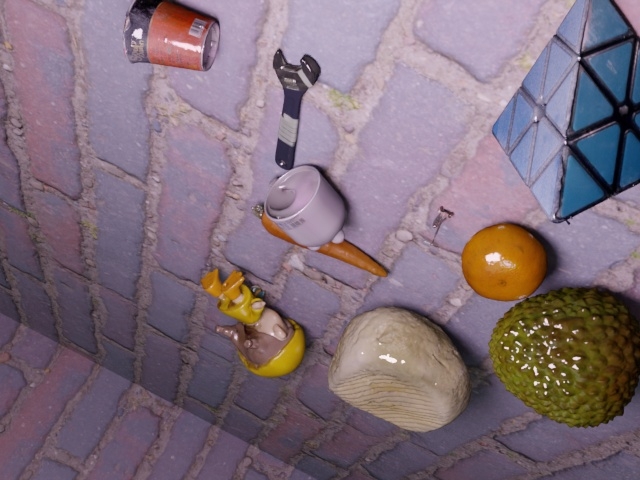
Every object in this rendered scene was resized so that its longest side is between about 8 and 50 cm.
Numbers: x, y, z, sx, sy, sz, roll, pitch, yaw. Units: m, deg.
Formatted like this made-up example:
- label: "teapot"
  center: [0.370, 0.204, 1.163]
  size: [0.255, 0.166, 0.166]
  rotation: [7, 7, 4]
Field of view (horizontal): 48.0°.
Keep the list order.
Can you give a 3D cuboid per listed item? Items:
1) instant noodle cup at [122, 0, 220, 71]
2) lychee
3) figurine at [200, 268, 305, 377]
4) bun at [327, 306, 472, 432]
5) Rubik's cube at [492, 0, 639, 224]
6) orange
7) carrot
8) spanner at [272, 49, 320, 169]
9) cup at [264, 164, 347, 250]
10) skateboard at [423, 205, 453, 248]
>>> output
- label: "instant noodle cup"
  center: [-0.250, -0.349, 1.229]
  size: [0.136, 0.127, 0.127]
  rotation: [16, 147, 4]
- label: "lychee"
  center: [0.475, 0.214, 1.343]
  size: [0.320, 0.270, 0.270]
  rotation: [34, 148, -3]
- label: "figurine"
  center: [-0.177, 0.220, 1.922]
  size: [0.215, 0.187, 0.343]
  rotation: [23, 153, 56]
- label: "bun"
  center: [0.187, 0.287, 1.686]
  size: [0.349, 0.227, 0.352]
  rotation: [-9, 136, 43]
- label: "Rubik's cube"
  center: [0.366, -0.163, 0.990]
  size: [0.233, 0.228, 0.229]
  rotation: [57, -161, 19]
- label: "orange"
  center: [0.337, 0.038, 1.321]
  size: [0.156, 0.124, 0.156]
  rotation: [8, 132, 9]
- label: "carrot"
  center: [0.000, 0.000, 1.580]
  size: [0.336, 0.069, 0.069]
  rotation: [25, 148, -1]
- label: "spanner"
  center: [-0.061, -0.232, 1.333]
  size: [0.087, 0.024, 0.316]
  rotation: [26, 150, 6]
- label: "cup"
  center: [-0.034, -0.055, 1.455]
  size: [0.173, 0.134, 0.142]
  rotation: [-4, 145, 39]
- label: "skateboard"
  center: [0.217, -0.016, 1.368]
  size: [0.032, 0.083, 0.064]
  rotation: [28, 149, -1]
